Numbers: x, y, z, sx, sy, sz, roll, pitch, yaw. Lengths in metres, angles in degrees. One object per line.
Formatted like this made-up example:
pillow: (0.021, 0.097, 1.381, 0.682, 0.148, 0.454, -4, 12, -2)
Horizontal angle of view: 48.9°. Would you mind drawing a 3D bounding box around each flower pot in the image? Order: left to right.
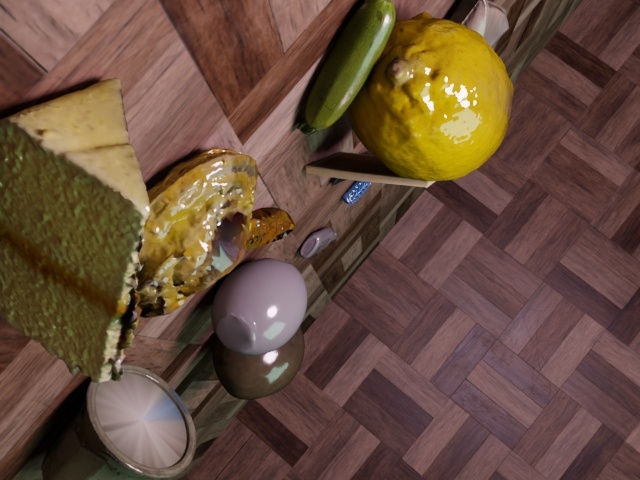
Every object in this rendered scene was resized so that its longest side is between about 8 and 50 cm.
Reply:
flower pot: (-0.354, 0.343, 1.170, 0.203, 0.212, 0.212, -39, 174, 18)

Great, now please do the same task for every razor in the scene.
razor: (0.149, -0.190, 1.817, 0.253, 0.042, 0.082, -48, 128, -9)

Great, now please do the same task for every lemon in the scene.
lemon: (0.175, -0.231, 1.166, 0.316, 0.285, 0.285, 5, 133, -34)

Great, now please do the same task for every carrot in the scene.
carrot: (-0.111, -0.019, 1.231, 0.069, 0.069, 0.229, -54, 168, 20)

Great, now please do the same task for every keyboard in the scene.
keyboard: (0.085, -0.175, 1.653, 0.072, 0.023, 0.231, -48, 172, 27)

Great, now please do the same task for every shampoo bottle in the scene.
shampoo bottle: (0.000, 0.000, 1.848, 0.080, 0.040, 0.165, -56, 169, 22)

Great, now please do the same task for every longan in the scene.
longan: (-0.147, 0.271, 1.679, 0.246, 0.215, 0.246, -34, 150, -24)

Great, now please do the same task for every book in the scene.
book: (0.114, -0.138, 1.349, 0.170, 0.242, 0.018, -33, 128, -59)

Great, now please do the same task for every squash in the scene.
squash: (0.035, -0.245, 1.040, 0.066, 0.066, 0.252, -37, 164, -54)

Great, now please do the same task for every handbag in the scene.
handbag: (0.293, -0.398, 1.487, 0.183, 0.117, 0.270, -12, 142, -53)

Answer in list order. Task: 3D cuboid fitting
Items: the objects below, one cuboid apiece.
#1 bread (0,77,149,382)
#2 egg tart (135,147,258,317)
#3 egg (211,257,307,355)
bread: (-0.223, -0.007, 0.634, 0.178, 0.142, 0.266, -98, -153, -43)
egg tart: (-0.173, 0.013, 0.920, 0.297, 0.132, 0.297, -45, 173, -7)
egg: (-0.115, 0.126, 1.404, 0.232, 0.176, 0.176, -46, 169, -47)
